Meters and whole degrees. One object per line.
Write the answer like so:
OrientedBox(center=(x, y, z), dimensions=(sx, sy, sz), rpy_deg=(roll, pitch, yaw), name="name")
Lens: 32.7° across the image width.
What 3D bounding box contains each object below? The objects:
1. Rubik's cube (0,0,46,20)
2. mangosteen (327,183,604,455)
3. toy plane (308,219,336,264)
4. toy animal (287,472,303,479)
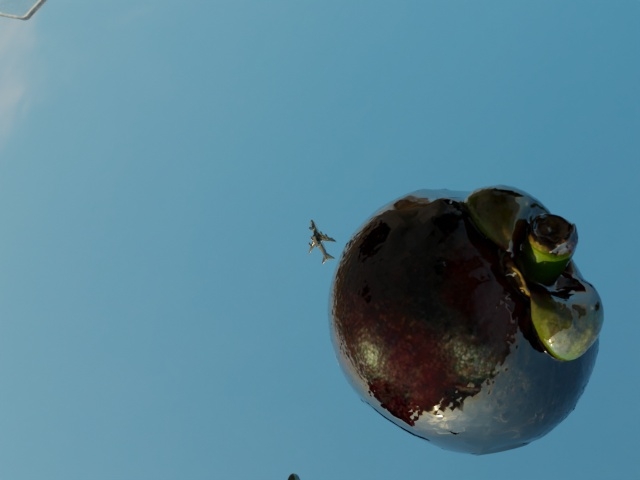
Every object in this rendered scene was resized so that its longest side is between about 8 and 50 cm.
OrientedBox(center=(-0.330, -0.375, 1.064), dimensions=(0.319, 0.319, 0.264), rpy_deg=(-30, -126, 32), name="Rubik's cube")
OrientedBox(center=(0.111, 0.048, 0.837), dimensions=(0.216, 0.216, 0.216), rpy_deg=(-28, -134, 34), name="mangosteen")
OrientedBox(center=(-0.001, 0.002, 1.969), dimensions=(0.078, 0.084, 0.024), rpy_deg=(-25, -175, 46), name="toy plane")
OrientedBox(center=(0.029, 0.408, 1.429), dimensions=(0.138, 0.108, 0.236), rpy_deg=(-54, -134, 0), name="toy animal")
